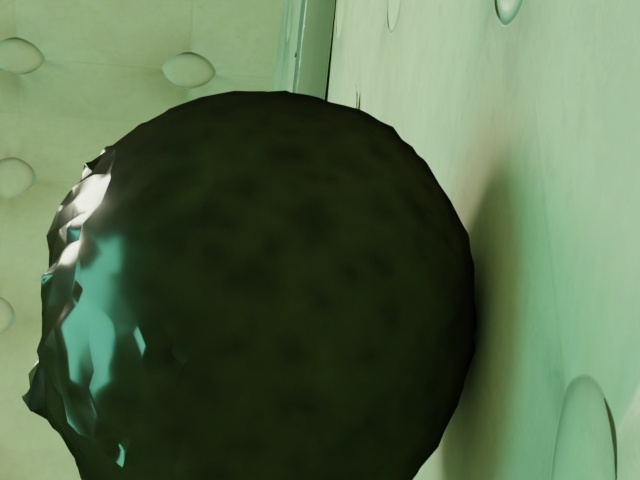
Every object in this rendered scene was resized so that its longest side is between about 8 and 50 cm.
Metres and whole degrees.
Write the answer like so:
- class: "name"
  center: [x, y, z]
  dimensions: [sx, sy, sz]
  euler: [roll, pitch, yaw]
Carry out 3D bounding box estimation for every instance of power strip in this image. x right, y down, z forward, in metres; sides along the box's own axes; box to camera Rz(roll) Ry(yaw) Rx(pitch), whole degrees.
- class: "power strip"
  center: [-0.019, -0.282, 2.761]
  dimensions: [0.091, 0.062, 0.385]
  euler: [-114, 30, -78]

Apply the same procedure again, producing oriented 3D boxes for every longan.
- class: "longan"
  center: [-0.061, 0.063, 1.256]
  dimensions: [0.391, 0.391, 0.391]
  euler: [-176, 90, -85]

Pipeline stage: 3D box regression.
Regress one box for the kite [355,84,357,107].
- class: "kite"
  center: [0.045, -0.102, 2.212]
  dimensions: [0.125, 0.008, 0.222]
  euler: [-98, 13, -65]
